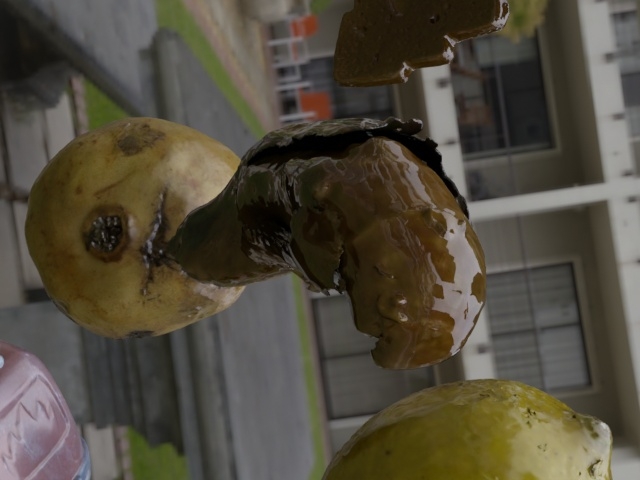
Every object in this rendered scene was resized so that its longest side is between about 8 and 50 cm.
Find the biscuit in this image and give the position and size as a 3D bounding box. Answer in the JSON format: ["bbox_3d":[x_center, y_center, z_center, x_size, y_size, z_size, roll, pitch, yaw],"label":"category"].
[{"bbox_3d":[0.042,-0.103,0.560,0.082,0.092,0.016,47,10,32],"label":"biscuit"}]

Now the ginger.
[{"bbox_3d":[0.005,-0.013,0.743,0.309,0.107,0.133,20,-84,67],"label":"ginger"}]

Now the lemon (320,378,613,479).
[{"bbox_3d":[0.137,0.253,1.125,0.258,0.310,0.258,44,27,-29],"label":"lemon"}]

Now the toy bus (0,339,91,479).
[{"bbox_3d":[-0.352,0.169,1.058,0.197,0.294,0.232,-50,140,-51],"label":"toy bus"}]

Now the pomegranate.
[{"bbox_3d":[-0.194,-0.014,1.343,0.260,0.260,0.260,-8,90,-87],"label":"pomegranate"}]
